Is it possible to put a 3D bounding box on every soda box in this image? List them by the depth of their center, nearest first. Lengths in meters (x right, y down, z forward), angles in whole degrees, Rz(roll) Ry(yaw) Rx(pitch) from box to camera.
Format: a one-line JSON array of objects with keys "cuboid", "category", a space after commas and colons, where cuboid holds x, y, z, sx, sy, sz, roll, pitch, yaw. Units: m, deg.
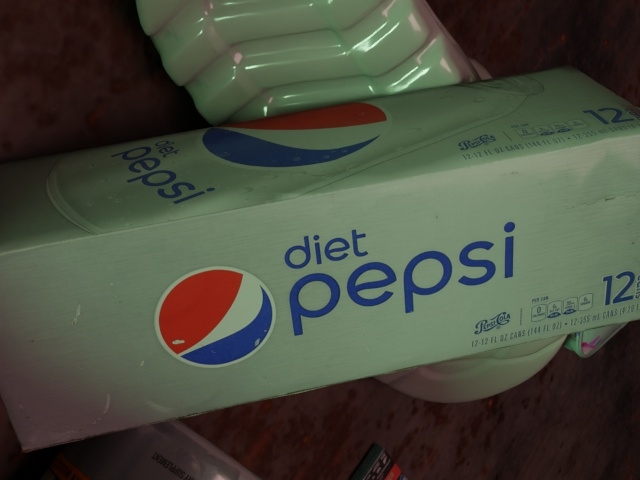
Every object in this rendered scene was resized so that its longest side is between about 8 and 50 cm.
[{"cuboid": [0.000, 0.000, 0.368, 0.286, 0.091, 0.098, -11, 120, -7], "category": "soda box"}]

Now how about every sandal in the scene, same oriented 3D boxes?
[{"cuboid": [0.052, -0.045, 0.497, 0.102, 0.169, 0.416, -87, 154, -44], "category": "sandal"}]

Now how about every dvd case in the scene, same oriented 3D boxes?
[{"cuboid": [0.045, 0.227, 0.654, 0.087, 0.013, 0.119, -52, 133, -21], "category": "dvd case"}]

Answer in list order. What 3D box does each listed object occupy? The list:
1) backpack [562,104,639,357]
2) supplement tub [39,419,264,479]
[{"cuboid": [0.185, -0.016, 0.627, 0.166, 0.144, 0.188, -28, 119, -32], "category": "backpack"}, {"cuboid": [-0.111, 0.179, 0.399, 0.190, 0.117, 0.117, -56, 135, -18], "category": "supplement tub"}]
